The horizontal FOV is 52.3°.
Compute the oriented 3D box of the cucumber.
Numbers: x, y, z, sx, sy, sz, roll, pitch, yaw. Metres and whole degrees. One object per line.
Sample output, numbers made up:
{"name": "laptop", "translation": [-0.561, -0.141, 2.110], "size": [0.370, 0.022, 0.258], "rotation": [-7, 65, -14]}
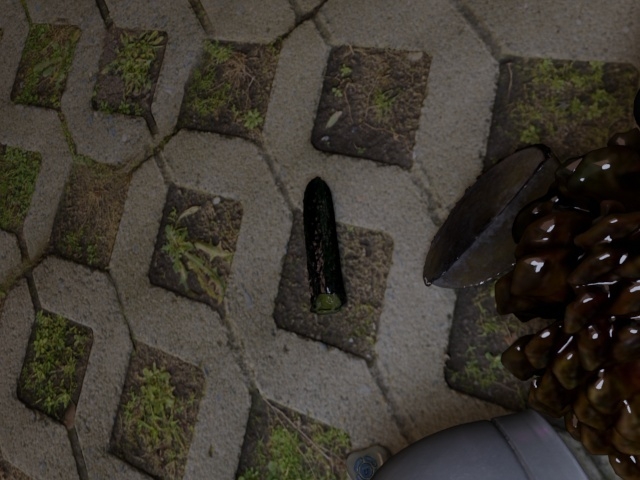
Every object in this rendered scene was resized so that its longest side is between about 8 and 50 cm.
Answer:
{"name": "cucumber", "translation": [0.000, 0.000, 1.104], "size": [0.067, 0.067, 0.246], "rotation": [-15, 72, 26]}

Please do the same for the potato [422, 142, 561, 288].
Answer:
{"name": "potato", "translation": [0.267, -0.028, 0.959], "size": [0.261, 0.100, 0.120], "rotation": [-51, 18, 26]}

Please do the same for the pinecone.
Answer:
{"name": "pinecone", "translation": [0.390, 0.042, 0.670], "size": [0.397, 0.397, 0.398], "rotation": [-8, 73, 28]}

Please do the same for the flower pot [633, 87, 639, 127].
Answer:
{"name": "flower pot", "translation": [0.538, -0.278, 0.738], "size": [0.293, 0.293, 0.331], "rotation": [8, 77, 32]}

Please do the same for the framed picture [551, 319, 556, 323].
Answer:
{"name": "framed picture", "translation": [0.423, 0.105, 0.857], "size": [0.217, 0.017, 0.275], "rotation": [-30, 64, 20]}

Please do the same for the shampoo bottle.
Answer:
{"name": "shampoo bottle", "translation": [0.199, 0.352, 0.760], "size": [0.266, 0.273, 0.273], "rotation": [-27, 64, 2]}

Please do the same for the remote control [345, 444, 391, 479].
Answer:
{"name": "remote control", "translation": [0.082, 0.374, 0.977], "size": [0.074, 0.032, 0.122], "rotation": [-26, 66, 22]}
